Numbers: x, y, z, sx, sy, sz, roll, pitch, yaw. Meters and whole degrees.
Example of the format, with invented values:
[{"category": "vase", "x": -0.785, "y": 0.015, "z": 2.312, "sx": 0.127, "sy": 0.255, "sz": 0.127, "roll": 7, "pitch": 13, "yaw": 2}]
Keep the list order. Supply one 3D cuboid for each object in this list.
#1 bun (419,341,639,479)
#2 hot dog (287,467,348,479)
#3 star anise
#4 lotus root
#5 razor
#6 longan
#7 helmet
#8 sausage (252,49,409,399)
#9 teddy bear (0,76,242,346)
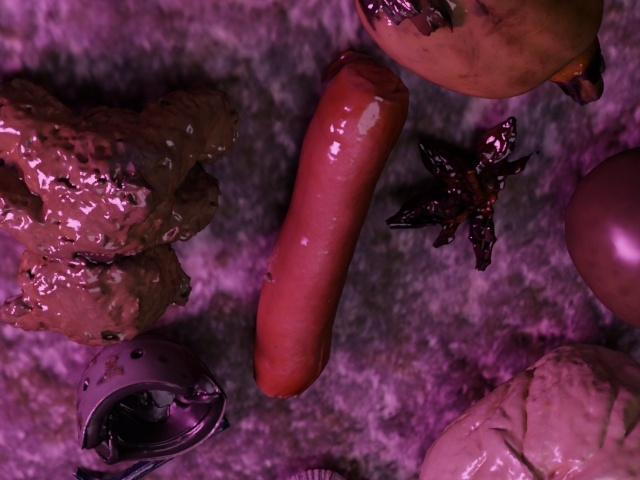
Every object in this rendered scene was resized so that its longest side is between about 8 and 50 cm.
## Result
[{"category": "bun", "x": 0.291, "y": 0.305, "z": 1.605, "sx": 0.352, "sy": 0.227, "sz": 0.349, "roll": 16, "pitch": 103, "yaw": 12}, {"category": "hot dog", "x": 0.016, "y": 0.345, "z": 1.730, "sx": 0.108, "sy": 0.059, "sz": 0.191, "roll": -43, "pitch": 132, "yaw": 17}, {"category": "star anise", "x": 0.143, "y": -0.051, "z": 1.424, "sx": 0.157, "sy": 0.053, "sz": 0.212, "roll": 3, "pitch": 131, "yaw": -23}, {"category": "lotus root", "x": 0.161, "y": -0.210, "z": 1.211, "sx": 0.310, "sy": 0.183, "sz": 0.183, "roll": 22, "pitch": 120, "yaw": -36}, {"category": "razor", "x": -0.192, "y": 0.256, "z": 1.591, "sx": 0.190, "sy": 0.033, "sz": 0.066, "roll": -27, "pitch": 134, "yaw": 4}, {"category": "longan", "x": 0.382, "y": -0.004, "z": 1.454, "sx": 0.246, "sy": 0.215, "sz": 0.246, "roll": 19, "pitch": 147, "yaw": 13}, {"category": "helmet", "x": -0.192, "y": 0.162, "z": 1.462, "sx": 0.153, "sy": 0.107, "sz": 0.177, "roll": -32, "pitch": 152, "yaw": 5}, {"category": "sausage", "x": 0.000, "y": 0.000, "z": 1.394, "sx": 0.094, "sy": 0.094, "sz": 0.419, "roll": 19, "pitch": 128, "yaw": 3}, {"category": "teddy bear", "x": -0.203, "y": -0.014, "z": 1.264, "sx": 0.267, "sy": 0.156, "sz": 0.256, "roll": -3, "pitch": 133, "yaw": -19}]
